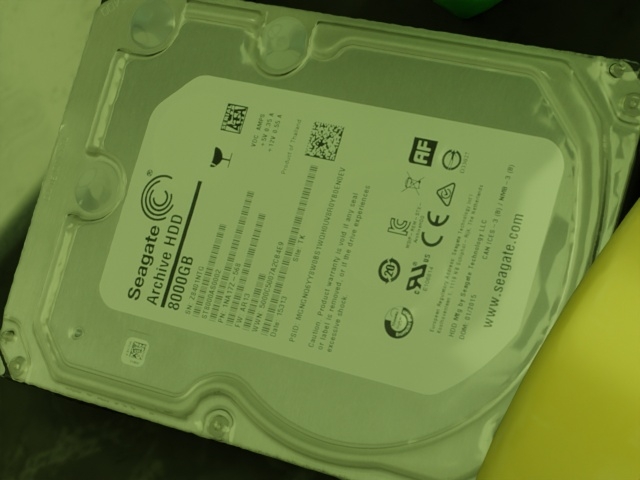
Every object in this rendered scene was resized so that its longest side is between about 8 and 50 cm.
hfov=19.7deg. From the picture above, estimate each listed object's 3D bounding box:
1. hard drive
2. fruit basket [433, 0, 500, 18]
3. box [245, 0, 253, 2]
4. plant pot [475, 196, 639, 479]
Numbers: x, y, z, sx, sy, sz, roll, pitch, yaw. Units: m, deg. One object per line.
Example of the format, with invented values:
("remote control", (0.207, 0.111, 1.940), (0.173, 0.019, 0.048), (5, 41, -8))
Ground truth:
("hard drive", (0.000, 0.000, 0.962), (0.339, 0.064, 0.236), (14, 84, 31))
("fruit basket", (0.054, -0.343, 0.931), (0.283, 0.392, 0.392), (-24, 58, 20))
("box", (-0.059, -0.315, 1.064), (0.077, 0.242, 0.307), (24, 82, 36))
("plant pot", (0.219, 0.100, 0.721), (0.239, 0.254, 0.254), (32, 86, 22))
